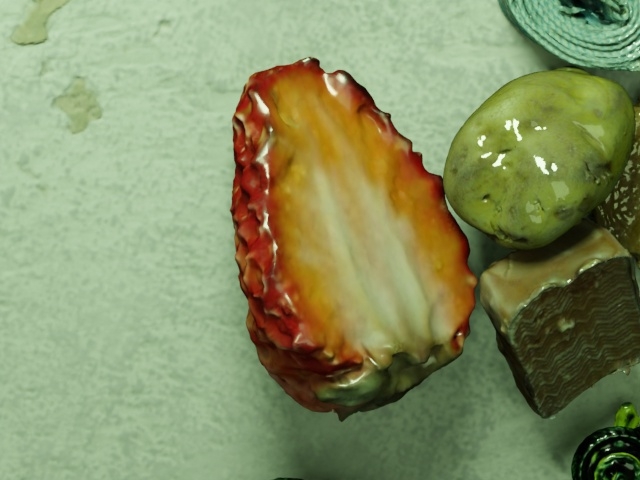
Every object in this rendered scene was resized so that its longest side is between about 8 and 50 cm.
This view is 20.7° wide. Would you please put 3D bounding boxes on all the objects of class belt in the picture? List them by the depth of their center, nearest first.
[{"bbox_3d":[0.253,-0.242,1.695,0.163,0.082,0.148,6,108,-12],"label":"belt"}]

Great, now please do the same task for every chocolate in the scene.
[{"bbox_3d":[0.238,0.071,1.734,0.148,0.093,0.214,-32,139,-7],"label":"chocolate"}]

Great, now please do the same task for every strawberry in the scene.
[{"bbox_3d":[0.000,0.000,1.672,0.265,0.149,0.336,-21,89,-41],"label":"strawberry"}]

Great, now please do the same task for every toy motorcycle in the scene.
[{"bbox_3d":[0.355,0.349,1.852,0.206,0.142,0.342,-1,108,-13],"label":"toy motorcycle"}]

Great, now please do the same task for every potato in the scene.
[{"bbox_3d":[0.212,-0.083,1.684,0.154,0.137,0.200,33,61,12],"label":"potato"}]

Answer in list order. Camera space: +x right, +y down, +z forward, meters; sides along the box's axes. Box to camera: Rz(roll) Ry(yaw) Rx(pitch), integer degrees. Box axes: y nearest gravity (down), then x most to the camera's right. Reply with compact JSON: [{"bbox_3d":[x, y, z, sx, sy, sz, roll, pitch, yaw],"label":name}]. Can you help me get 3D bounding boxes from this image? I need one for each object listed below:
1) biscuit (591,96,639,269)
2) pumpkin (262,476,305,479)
[{"bbox_3d":[0.381,-0.064,1.791,0.226,0.042,0.226,-4,107,-12],"label":"biscuit"},{"bbox_3d":[-0.006,0.344,1.717,0.293,0.263,0.197,21,94,-17],"label":"pumpkin"}]
